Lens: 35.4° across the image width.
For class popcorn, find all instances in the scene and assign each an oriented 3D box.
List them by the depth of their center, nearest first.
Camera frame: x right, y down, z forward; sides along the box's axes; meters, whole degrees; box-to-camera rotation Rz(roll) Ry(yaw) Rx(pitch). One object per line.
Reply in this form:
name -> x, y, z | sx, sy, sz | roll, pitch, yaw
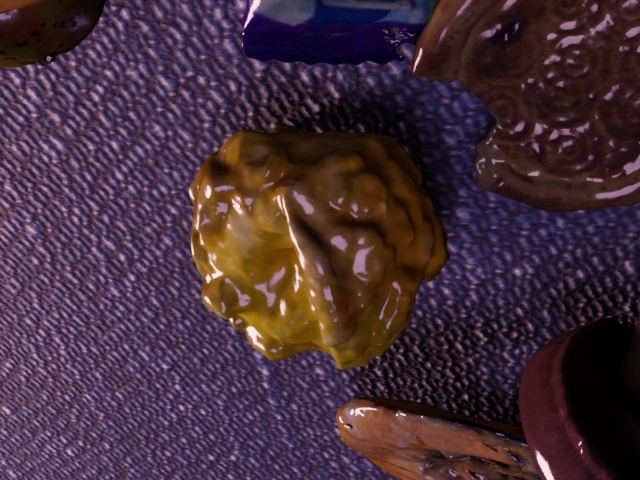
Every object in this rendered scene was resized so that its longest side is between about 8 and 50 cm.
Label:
popcorn -> 0.000, -0.004, 0.708 | 0.198, 0.155, 0.197 | 26, 146, 19

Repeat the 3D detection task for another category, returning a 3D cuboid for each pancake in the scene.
pancake -> 0.171, -0.104, 0.624 | 0.212, 0.029, 0.235 | -24, 130, 25

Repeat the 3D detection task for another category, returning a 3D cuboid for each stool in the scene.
stool -> 0.289, 0.121, 0.672 | 0.272, 0.272, 0.178 | 27, 122, -10

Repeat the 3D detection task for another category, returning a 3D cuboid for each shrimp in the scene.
shrimp -> 0.227, 0.208, 0.832 | 0.445, 0.085, 0.272 | 18, 161, 5

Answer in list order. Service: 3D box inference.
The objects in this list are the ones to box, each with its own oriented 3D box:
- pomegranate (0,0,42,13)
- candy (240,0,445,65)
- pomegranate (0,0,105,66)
pomegranate -> -0.175, -0.226, 0.466 | 0.261, 0.260, 0.260 | 9, 135, 9
candy -> 0.016, -0.213, 0.555 | 0.145, 0.070, 0.275 | 1, 132, 4
pomegranate -> -0.201, -0.178, 0.634 | 0.115, 0.114, 0.142 | -21, 99, 32
